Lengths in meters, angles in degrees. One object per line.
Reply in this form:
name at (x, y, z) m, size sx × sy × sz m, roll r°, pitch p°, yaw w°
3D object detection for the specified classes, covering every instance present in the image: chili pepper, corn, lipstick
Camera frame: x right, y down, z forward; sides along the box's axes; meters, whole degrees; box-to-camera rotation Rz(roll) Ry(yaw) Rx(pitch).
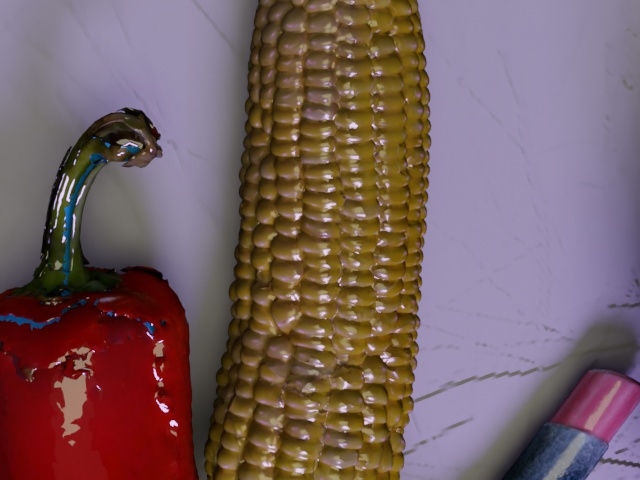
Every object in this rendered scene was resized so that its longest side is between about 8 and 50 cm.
chili pepper at (-0.108, 0.130, 0.845) m, size 0.110 × 0.110 × 0.388 m, roll -3°, pitch 102°, yaw -5°
corn at (0.000, 0.000, 0.839) m, size 0.101 × 0.101 × 0.292 m, roll 2°, pitch 95°, yaw -5°
lipstick at (0.081, 0.159, 0.891) m, size 0.053 × 0.053 × 0.234 m, roll 36°, pitch 93°, yaw -9°
